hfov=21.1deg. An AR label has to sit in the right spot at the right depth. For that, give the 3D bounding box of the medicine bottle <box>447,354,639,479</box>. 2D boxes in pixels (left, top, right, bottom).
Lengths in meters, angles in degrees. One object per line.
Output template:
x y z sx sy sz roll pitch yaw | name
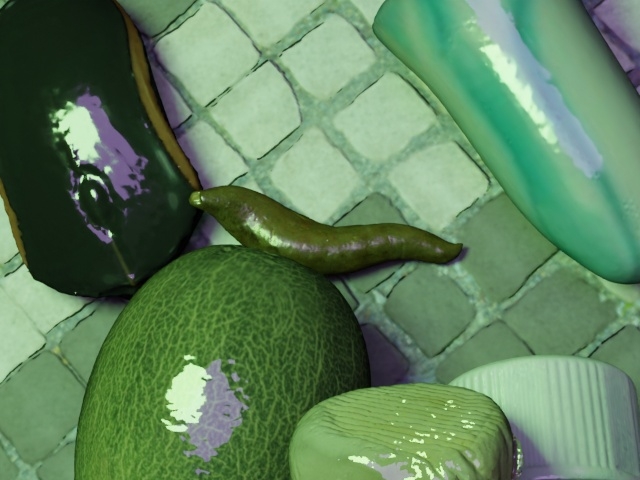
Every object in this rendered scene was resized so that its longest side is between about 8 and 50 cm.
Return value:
0.185 0.299 1.364 0.242 0.242 0.395 -7 59 7 | medicine bottle

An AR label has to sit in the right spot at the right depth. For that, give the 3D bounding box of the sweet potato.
0.001 0.002 1.558 0.249 0.059 0.069 13 98 1 | sweet potato

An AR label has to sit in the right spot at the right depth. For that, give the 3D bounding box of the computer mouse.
-0.226 -0.099 1.592 0.183 0.116 0.323 -25 73 7 | computer mouse

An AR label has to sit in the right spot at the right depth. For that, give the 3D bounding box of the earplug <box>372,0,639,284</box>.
0.205 -0.105 1.497 0.185 0.185 0.324 -32 76 -1 | earplug

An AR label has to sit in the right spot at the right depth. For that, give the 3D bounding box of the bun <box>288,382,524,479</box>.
0.064 0.181 1.293 0.166 0.173 0.113 -12 109 -24 | bun

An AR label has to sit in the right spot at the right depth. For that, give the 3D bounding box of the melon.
-0.082 0.156 1.434 0.237 0.237 0.301 16 79 13 | melon
